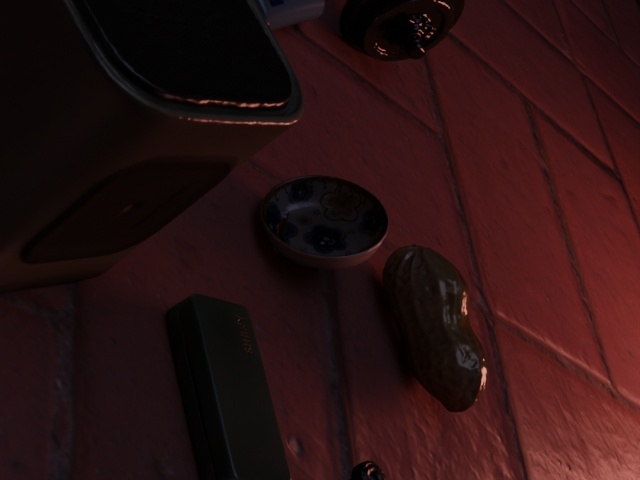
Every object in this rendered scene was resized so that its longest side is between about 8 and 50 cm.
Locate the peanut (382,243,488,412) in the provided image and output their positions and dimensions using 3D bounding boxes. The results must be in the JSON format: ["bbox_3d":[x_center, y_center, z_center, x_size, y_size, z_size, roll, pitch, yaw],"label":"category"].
[{"bbox_3d":[0.136,0.097,1.302,0.090,0.099,0.214,27,41,-56],"label":"peanut"}]

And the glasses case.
[{"bbox_3d":[-0.083,0.139,0.995,0.078,0.039,0.184,19,45,-47],"label":"glasses case"}]

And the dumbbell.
[{"bbox_3d":[0.101,-0.389,1.655,0.192,0.192,0.290,16,49,-48],"label":"dumbbell"}]

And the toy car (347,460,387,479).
[{"bbox_3d":[0.005,0.245,0.975,0.171,0.080,0.070,-2,64,-57],"label":"toy car"}]

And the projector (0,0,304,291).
[{"bbox_3d":[-0.201,-0.128,0.883,0.248,0.249,0.248,-9,67,-59],"label":"projector"}]

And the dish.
[{"bbox_3d":[0.000,0.000,1.239,0.141,0.078,0.141,6,40,-5],"label":"dish"}]

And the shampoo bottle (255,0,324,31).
[{"bbox_3d":[-0.055,-0.334,1.500,0.104,0.061,0.258,54,29,-1],"label":"shampoo bottle"}]
